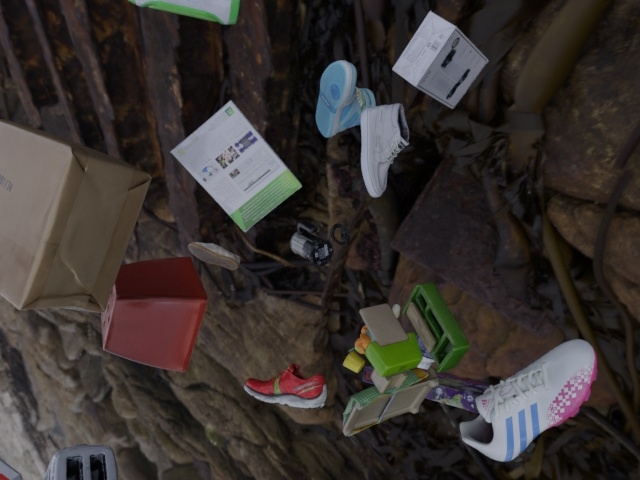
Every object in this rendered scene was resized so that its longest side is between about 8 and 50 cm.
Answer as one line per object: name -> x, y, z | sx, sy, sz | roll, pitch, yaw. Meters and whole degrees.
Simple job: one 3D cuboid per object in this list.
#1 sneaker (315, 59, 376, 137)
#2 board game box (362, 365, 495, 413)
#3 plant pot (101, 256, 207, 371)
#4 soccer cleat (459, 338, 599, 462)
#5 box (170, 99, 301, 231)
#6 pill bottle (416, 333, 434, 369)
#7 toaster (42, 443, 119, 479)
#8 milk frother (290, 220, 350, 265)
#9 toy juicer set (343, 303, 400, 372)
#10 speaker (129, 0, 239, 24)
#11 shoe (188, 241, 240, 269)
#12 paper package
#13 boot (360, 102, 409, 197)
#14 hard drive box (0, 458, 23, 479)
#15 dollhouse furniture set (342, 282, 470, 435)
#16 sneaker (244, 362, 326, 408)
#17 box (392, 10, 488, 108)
sneaker -> 0.107, -0.484, 1.494 | 0.127, 0.209, 0.319 | 62, 160, 14
board game box -> 0.317, 0.397, 1.243 | 0.347, 0.208, 0.056 | 4, 79, 35
plant pot -> -0.512, 0.209, 1.355 | 0.267, 0.236, 0.267 | 46, 121, 53
soccer cleat -> 0.405, 0.320, 0.908 | 0.143, 0.116, 0.331 | 23, 114, -5
box -> -0.244, -0.214, 1.347 | 0.322, 0.232, 0.058 | 50, -173, -18
pill bottle -> 0.359, 0.340, 1.494 | 0.094, 0.094, 0.169 | 34, 116, 31
toaster -> -0.450, 0.494, 0.839 | 0.227, 0.129, 0.146 | 49, 121, 51
milk frother -> 0.000, 0.000, 1.430 | 0.135, 0.143, 0.129 | 28, 116, 55
toy juicer set -> 0.204, 0.333, 1.720 | 0.090, 0.329, 0.209 | 32, 138, 23
speaker -> -0.382, -0.700, 1.279 | 0.131, 0.297, 0.131 | -175, 90, -72
shoe -> -0.428, 0.055, 1.838 | 0.219, 0.058, 0.076 | 22, 135, 0
paper package -> -0.537, -0.050, 0.892 | 0.325, 0.168, 0.309 | 19, 91, 30
boot -> 0.186, -0.254, 1.271 | 0.124, 0.095, 0.257 | -4, 93, 33
hard drive box -> -0.801, 0.571, 1.006 | 0.233, 0.181, 0.089 | 7, 112, 31
dollhouse furniture set -> 0.137, 0.251, 0.937 | 0.301, 0.198, 0.151 | 104, 149, -44
sneaker -> -0.099, 0.421, 1.333 | 0.279, 0.107, 0.118 | -3, 71, 30
box -> 0.333, -0.477, 1.233 | 0.087, 0.290, 0.169 | 46, 117, 25
